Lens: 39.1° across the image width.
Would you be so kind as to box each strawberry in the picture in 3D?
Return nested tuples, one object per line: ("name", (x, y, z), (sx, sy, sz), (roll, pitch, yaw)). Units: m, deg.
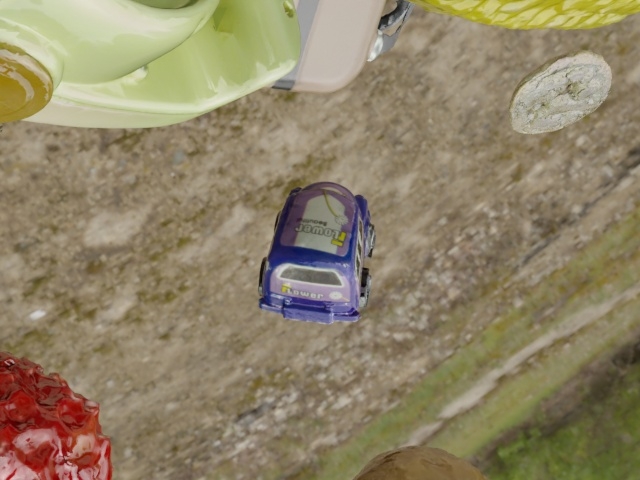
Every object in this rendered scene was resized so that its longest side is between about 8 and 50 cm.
("strawberry", (-0.186, 0.139, 0.588), (0.111, 0.190, 0.236), (-22, -173, -3))

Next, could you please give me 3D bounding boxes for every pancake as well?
("pancake", (0.320, -0.197, 1.216), (0.158, 0.028, 0.158), (-14, 150, -8))

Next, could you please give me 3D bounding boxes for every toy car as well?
("toy car", (0.000, 0.000, 1.389), (0.172, 0.235, 0.158), (8, 143, 4))

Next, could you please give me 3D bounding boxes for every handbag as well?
("handbag", (-0.002, -0.316, 1.032), (0.283, 0.149, 0.302), (7, 111, -29))

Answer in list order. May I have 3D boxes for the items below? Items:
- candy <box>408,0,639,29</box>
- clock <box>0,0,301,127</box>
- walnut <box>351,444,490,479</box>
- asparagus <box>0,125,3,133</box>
("candy", (0.082, -0.133, 0.364), (0.106, 0.094, 0.199), (-12, -176, 42))
("clock", (-0.156, -0.205, 0.485), (0.117, 0.286, 0.348), (-18, -178, 27))
("walnut", (0.117, 0.374, 0.976), (0.285, 0.296, 0.285), (-14, 125, -20))
("asparagus", (-0.460, -0.088, 1.129), (0.166, 0.013, 0.016), (-50, 127, -20))
